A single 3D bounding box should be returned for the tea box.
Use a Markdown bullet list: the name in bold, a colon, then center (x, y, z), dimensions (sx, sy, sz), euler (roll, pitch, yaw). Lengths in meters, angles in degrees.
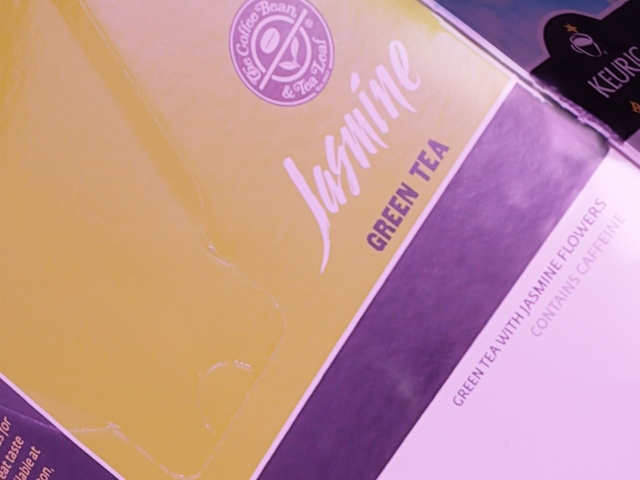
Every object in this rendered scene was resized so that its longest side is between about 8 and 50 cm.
- **tea box**: center (0.000, 0.000, 0.713), dimensions (0.323, 0.220, 0.329), euler (39, 124, 9)
